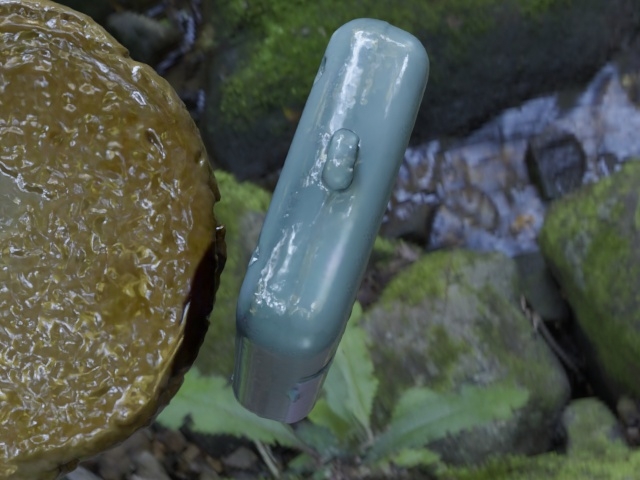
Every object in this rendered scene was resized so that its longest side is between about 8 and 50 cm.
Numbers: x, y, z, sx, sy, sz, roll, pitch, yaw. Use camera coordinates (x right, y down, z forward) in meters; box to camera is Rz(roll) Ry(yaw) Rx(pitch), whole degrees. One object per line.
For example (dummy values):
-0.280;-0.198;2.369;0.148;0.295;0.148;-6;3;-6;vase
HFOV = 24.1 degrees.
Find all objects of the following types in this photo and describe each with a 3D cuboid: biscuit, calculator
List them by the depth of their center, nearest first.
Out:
0.000;0.000;0.645;0.045;0.246;0.141;19;74;2;calculator
-0.149;0.002;0.672;0.226;0.042;0.225;0;92;-12;biscuit
